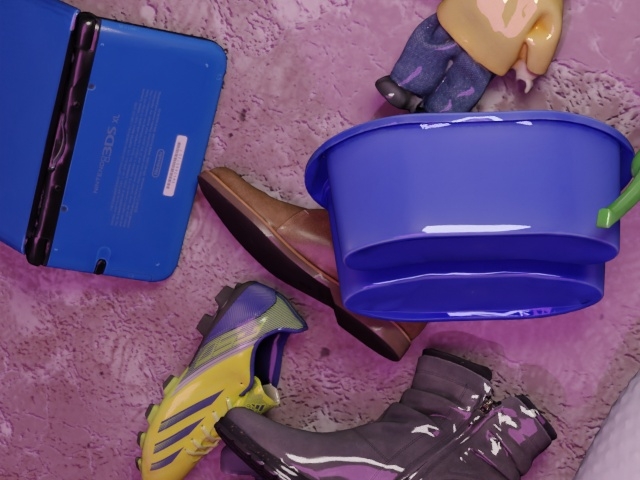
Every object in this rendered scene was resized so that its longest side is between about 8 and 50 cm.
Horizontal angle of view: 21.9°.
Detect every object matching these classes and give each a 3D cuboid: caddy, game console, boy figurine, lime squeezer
[{"bbox_3d":[0.155,-0.039,1.693,0.341,0.241,0.179,-1,66,0],"label":"caddy"},{"bbox_3d":[-0.272,-0.127,1.900,0.250,0.173,0.293,9,107,-21],"label":"game console"},{"bbox_3d":[0.177,-0.243,1.733,0.177,0.092,0.285,40,107,3],"label":"boy figurine"},{"bbox_3d":[0.355,-0.037,1.657,0.059,0.310,0.110,-13,72,29],"label":"lime squeezer"}]

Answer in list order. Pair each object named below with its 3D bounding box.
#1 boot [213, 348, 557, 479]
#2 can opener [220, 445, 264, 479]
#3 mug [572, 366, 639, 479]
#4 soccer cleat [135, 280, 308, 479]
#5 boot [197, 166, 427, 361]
[{"bbox_3d":[0.072,0.212,1.834,0.338,0.118,0.222,28,77,6],"label":"boot"},{"bbox_3d":[0.020,0.281,1.896,0.283,0.076,0.095,2,103,12],"label":"can opener"},{"bbox_3d":[0.454,0.263,1.671,0.374,0.276,0.328,28,99,24],"label":"mug"},{"bbox_3d":[-0.115,0.183,1.893,0.121,0.093,0.289,33,106,14],"label":"soccer cleat"},{"bbox_3d":[0.000,0.000,1.844,0.305,0.112,0.115,37,77,8],"label":"boot"}]
